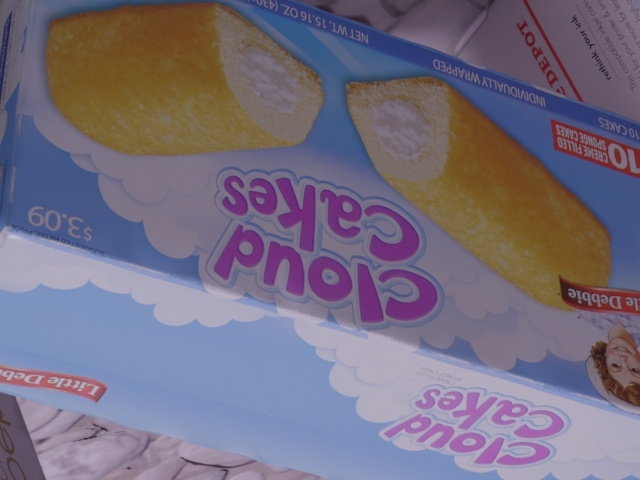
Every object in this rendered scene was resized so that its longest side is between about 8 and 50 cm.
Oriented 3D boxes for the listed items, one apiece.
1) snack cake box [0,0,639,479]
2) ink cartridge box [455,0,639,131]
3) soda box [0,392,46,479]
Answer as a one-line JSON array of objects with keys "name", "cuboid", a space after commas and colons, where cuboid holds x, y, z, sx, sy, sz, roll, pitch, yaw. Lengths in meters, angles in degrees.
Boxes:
[{"name": "snack cake box", "cuboid": [0.000, 0.000, 0.679, 0.264, 0.152, 0.089, 17, 136, -21]}, {"name": "ink cartridge box", "cuboid": [0.148, -0.091, 0.779, 0.067, 0.115, 0.198, -3, 147, -38]}, {"name": "soda box", "cuboid": [-0.160, 0.120, 0.791, 0.069, 0.216, 0.074, -31, 153, 13]}]
